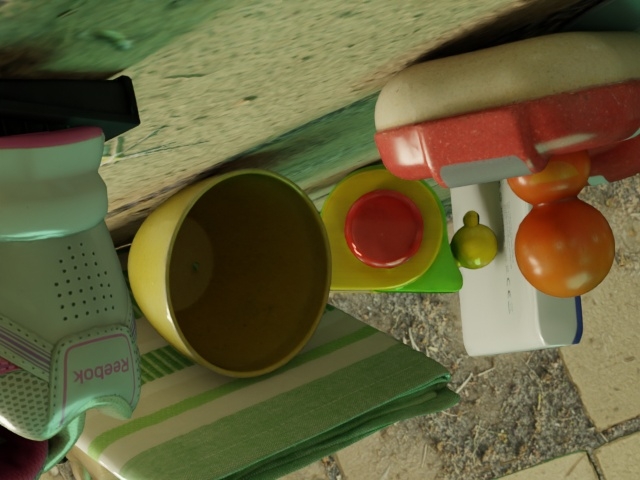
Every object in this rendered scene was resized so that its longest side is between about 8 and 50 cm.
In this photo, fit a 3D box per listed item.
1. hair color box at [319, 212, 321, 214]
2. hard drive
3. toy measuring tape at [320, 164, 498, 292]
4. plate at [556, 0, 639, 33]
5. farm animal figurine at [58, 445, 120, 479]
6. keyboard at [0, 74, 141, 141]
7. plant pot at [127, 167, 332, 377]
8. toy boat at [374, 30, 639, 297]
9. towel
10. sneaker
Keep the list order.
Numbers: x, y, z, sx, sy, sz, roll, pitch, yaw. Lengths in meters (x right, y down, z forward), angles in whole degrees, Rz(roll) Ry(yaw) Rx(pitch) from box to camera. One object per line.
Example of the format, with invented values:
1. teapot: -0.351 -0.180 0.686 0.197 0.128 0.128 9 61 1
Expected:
1. hair color box: 0.000 0.000 1.656 0.167 0.053 0.093 -18 176 -32
2. hard drive: 0.173 -0.003 1.384 0.040 0.210 0.318 -4 175 -6
3. toy measuring tape: -0.008 -0.011 1.334 0.330 0.121 0.121 0 177 1
4. plate: 0.240 -0.157 0.954 0.188 0.024 0.188 -21 177 -1
5. farm animal figurine: -0.287 0.151 1.258 0.330 0.172 0.327 -9 -164 3
6. keyboard: -0.210 0.007 0.623 0.317 0.033 0.201 -23 177 23
7. plant pot: -0.074 0.019 0.994 0.134 0.134 0.095 -19 -165 -38
8. toy boat: 0.137 -0.041 0.894 0.151 0.151 0.231 -9 -177 29
9. towel: -0.098 0.080 1.042 0.248 0.038 0.325 -18 -151 -37
10. sneaker: -0.154 0.052 0.554 0.103 0.111 0.252 -11 168 -42
